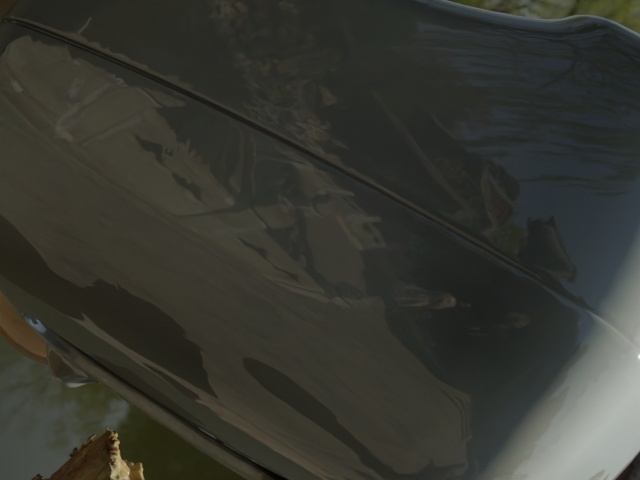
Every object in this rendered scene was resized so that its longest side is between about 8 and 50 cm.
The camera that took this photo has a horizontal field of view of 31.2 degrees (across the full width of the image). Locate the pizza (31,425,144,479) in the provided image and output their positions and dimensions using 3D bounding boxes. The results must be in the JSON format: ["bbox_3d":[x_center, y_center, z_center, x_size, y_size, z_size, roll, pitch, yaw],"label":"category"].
[{"bbox_3d":[-0.172,0.195,0.764,0.069,0.226,0.147,49,25,-7],"label":"pizza"}]

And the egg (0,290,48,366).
[{"bbox_3d":[-0.285,0.056,1.349,0.244,0.201,0.201,18,-51,51],"label":"egg"}]

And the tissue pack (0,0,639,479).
[{"bbox_3d":[0.000,0.000,0.530,0.236,0.333,0.229,-57,158,-14],"label":"tissue pack"}]

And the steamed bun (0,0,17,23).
[{"bbox_3d":[-0.218,-0.252,0.639,0.334,0.374,0.333,-31,-126,55],"label":"steamed bun"}]
